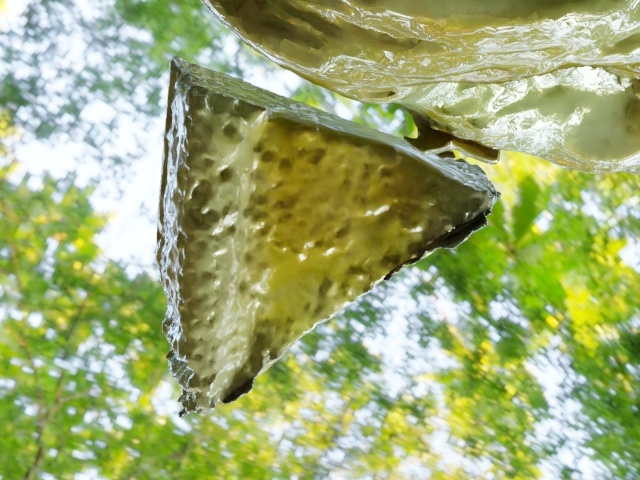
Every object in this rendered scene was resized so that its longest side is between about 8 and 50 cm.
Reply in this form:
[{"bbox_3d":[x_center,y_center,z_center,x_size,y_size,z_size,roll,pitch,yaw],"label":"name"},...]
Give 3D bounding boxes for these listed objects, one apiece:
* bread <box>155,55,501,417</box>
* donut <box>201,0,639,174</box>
[{"bbox_3d":[0.000,0.000,0.710,0.160,0.140,0.169,2,-77,-12],"label":"bread"},{"bbox_3d":[0.082,-0.188,0.574,0.170,0.360,0.360,-57,-135,51],"label":"donut"}]
